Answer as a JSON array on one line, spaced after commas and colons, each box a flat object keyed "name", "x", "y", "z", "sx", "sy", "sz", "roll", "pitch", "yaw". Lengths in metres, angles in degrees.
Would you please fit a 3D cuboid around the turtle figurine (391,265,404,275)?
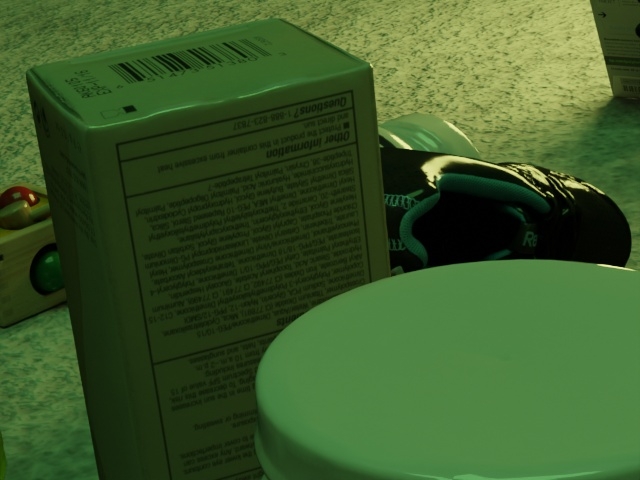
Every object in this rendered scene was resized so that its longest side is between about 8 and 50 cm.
[{"name": "turtle figurine", "x": 0.114, "y": 0.105, "z": 0.931, "sx": 0.234, "sy": 0.118, "sz": 0.175, "roll": 16, "pitch": -9, "yaw": 38}]

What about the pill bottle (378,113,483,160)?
[{"name": "pill bottle", "x": 0.000, "y": 0.000, "z": 1.163, "sx": 0.153, "sy": 0.153, "sz": 0.265, "roll": 15, "pitch": 29, "yaw": 42}]

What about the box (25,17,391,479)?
[{"name": "box", "x": -0.045, "y": 0.059, "z": 0.808, "sx": 0.148, "sy": 0.311, "sz": 0.121, "roll": -13, "pitch": 24, "yaw": -20}]

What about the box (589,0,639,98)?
[{"name": "box", "x": 0.350, "y": -0.220, "z": 1.595, "sx": 0.145, "sy": 0.186, "sz": 0.038, "roll": 7, "pitch": 51, "yaw": 31}]

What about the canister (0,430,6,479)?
[{"name": "canister", "x": -0.302, "y": 0.136, "z": 1.003, "sx": 0.170, "sy": 0.073, "sz": 0.126, "roll": 11, "pitch": 27, "yaw": 40}]

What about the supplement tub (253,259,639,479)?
[{"name": "supplement tub", "x": 0.073, "y": 0.163, "z": 0.567, "sx": 0.191, "sy": 0.272, "sz": 0.191, "roll": -4, "pitch": 21, "yaw": 2}]

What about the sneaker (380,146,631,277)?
[{"name": "sneaker", "x": 0.116, "y": 0.007, "z": 1.068, "sx": 0.341, "sy": 0.125, "sz": 0.140, "roll": 2, "pitch": 4, "yaw": -43}]

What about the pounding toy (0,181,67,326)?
[{"name": "pounding toy", "x": -0.238, "y": -0.005, "z": 1.304, "sx": 0.141, "sy": 0.100, "sz": 0.130, "roll": 15, "pitch": 30, "yaw": 42}]

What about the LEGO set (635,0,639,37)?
[{"name": "LEGO set", "x": 0.442, "y": -0.178, "z": 1.381, "sx": 0.192, "sy": 0.254, "sz": 0.331, "roll": -15, "pitch": 25, "yaw": -16}]
